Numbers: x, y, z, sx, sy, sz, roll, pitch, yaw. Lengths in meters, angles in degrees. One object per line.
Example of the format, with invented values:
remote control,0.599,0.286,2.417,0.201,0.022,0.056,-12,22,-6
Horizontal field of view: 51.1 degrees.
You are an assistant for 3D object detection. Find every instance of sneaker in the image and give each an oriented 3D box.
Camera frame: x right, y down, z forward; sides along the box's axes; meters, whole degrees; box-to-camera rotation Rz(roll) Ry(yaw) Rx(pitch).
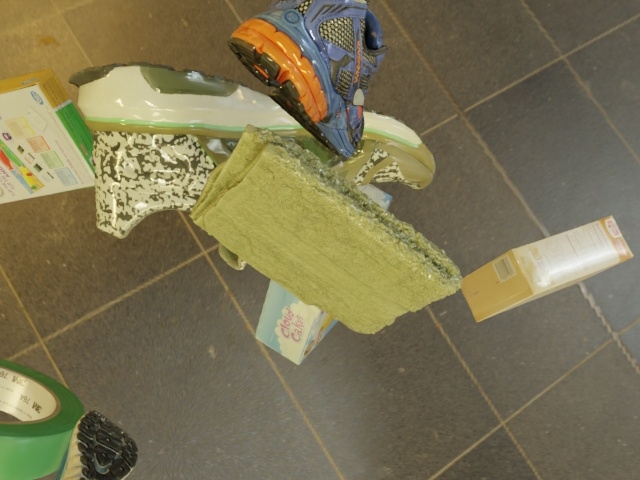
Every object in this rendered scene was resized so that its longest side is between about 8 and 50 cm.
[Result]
sneaker,-0.058,-0.062,0.703,0.410,0.158,0.182,5,97,-31
sneaker,-0.204,0.206,0.551,0.073,0.162,0.063,-41,108,14
sneaker,0.011,-0.118,0.469,0.083,0.221,0.087,44,94,5

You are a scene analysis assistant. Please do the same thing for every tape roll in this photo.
tape roll,-0.549,0.272,1.071,0.321,0.321,0.077,22,92,-5

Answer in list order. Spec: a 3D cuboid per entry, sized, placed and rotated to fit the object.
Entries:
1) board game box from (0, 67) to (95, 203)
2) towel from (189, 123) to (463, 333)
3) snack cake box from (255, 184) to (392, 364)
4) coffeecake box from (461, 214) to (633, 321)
board game box,-0.624,-0.197,1.352,0.316,0.242,0.064,-8,40,16
towel,0.000,0.000,0.391,0.148,0.110,0.027,35,55,-12
snack cake box,0.001,0.044,0.999,0.089,0.264,0.152,31,44,13
coffeecake box,0.314,0.041,0.942,0.185,0.142,0.068,-16,75,-24
